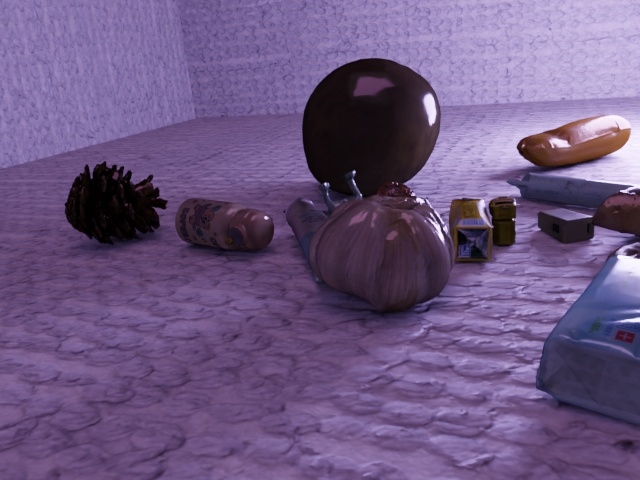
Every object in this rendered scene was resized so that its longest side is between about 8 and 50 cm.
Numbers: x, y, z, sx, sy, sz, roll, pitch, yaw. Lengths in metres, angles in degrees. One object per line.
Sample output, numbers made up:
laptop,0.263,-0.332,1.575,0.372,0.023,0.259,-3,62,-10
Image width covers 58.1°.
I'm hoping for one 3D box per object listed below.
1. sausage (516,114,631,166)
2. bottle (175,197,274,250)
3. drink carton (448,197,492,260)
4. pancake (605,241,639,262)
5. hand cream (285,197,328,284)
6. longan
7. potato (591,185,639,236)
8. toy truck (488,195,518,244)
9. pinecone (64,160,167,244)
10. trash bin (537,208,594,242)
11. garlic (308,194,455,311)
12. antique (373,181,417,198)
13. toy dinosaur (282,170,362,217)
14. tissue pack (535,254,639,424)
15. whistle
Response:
sausage,0.681,-0.265,1.576,0.353,0.116,0.134,-15,35,-18
bottle,-0.193,-0.028,1.156,0.209,0.097,0.110,8,23,35
drink carton,0.272,-0.033,1.055,0.074,0.084,0.200,-3,21,11
pancake,0.529,0.045,0.819,0.222,0.042,0.236,0,19,23
hand cream,0.000,0.000,1.072,0.111,0.070,0.312,-7,23,-17
longan,0.121,-0.285,1.477,0.404,0.336,0.404,-42,7,7
potato,0.573,-0.057,0.994,0.171,0.089,0.101,0,22,-20
toy truck,0.333,-0.037,1.050,0.049,0.083,0.054,-2,19,12
pinecone,-0.453,-0.078,1.278,0.204,0.179,0.184,10,40,-5
trash bin,0.451,-0.030,1.064,0.060,0.043,0.092,-8,15,-8
garlic,0.097,0.007,0.873,0.227,0.152,0.228,0,26,0
antique,0.153,-0.071,1.180,0.103,0.104,0.104,-5,19,2
toy dinosaur,0.029,-0.090,1.226,0.076,0.130,0.383,-8,17,-27
tissue pack,0.370,0.099,0.634,0.177,0.089,0.263,12,26,37
whistle,0.543,-0.102,1.219,0.062,0.062,0.312,-20,23,-36
